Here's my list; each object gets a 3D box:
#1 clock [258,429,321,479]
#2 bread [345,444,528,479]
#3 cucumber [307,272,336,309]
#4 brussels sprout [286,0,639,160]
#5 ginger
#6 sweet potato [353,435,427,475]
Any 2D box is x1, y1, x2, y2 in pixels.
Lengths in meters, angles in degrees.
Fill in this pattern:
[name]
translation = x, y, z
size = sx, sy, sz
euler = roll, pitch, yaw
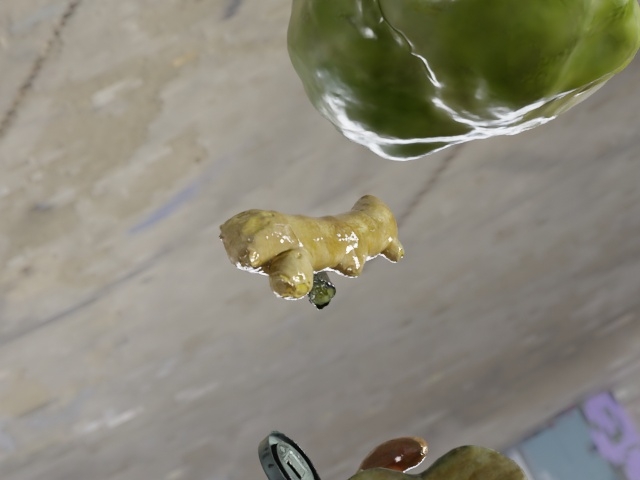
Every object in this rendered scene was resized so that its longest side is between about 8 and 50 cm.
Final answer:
[clock]
translation = -0.029, 0.226, 1.796
size = 0.017, 0.085, 0.085
euler = -37, 162, 17
[bread]
translation = 0.083, 0.264, 1.396
size = 0.287, 0.207, 0.056
euler = -31, 161, -9
[cucumber]
translation = -0.014, 0.032, 2.176
size = 0.039, 0.043, 0.163
euler = -22, -154, -2
[brussels sprout]
translation = 0.132, -0.191, 1.429
size = 0.317, 0.242, 0.273
euler = -9, 146, -29
[ginger]
translation = 0.002, -0.003, 1.938
size = 0.065, 0.118, 0.299
euler = -53, 162, 27
[sweet potato]
translation = 0.044, 0.276, 1.957
size = 0.202, 0.058, 0.055
euler = -44, -169, 18
